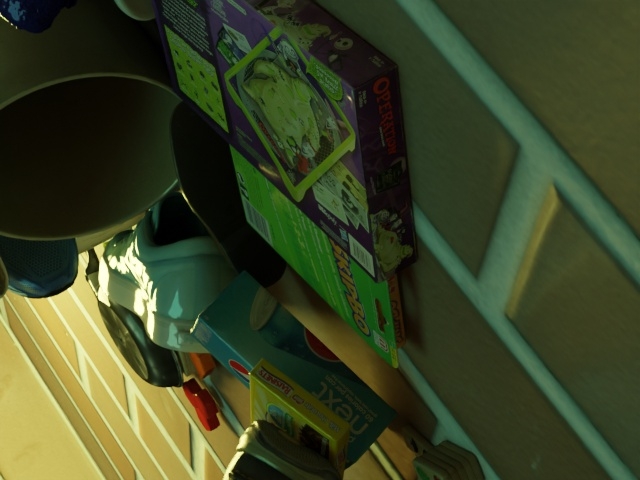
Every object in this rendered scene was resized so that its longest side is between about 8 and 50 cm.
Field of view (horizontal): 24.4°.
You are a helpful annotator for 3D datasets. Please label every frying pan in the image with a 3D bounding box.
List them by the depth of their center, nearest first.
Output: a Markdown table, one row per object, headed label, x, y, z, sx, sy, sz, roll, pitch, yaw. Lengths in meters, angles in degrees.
| label | x | y | z | sx | sy | sz | roll | pitch | yaw |
| --- | --- | --- | --- | --- | --- | --- | --- | --- | --- |
| frying pan | -0.291 | 0.074 | 2.091 | 0.326 | 0.053 | 0.197 | 59 | 160 | -3 |

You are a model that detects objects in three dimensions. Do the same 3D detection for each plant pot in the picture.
| label | x | y | z | sx | sy | sz | roll | pitch | yaw |
| --- | --- | --- | --- | --- | --- | --- | --- | --- | --- |
| plant pot | -0.287 | -0.184 | 1.560 | 0.256 | 0.256 | 0.274 | 91 | 160 | -55 |

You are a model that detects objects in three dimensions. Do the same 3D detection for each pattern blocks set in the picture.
| label | x | y | z | sx | sy | sz | roll | pitch | yaw |
| --- | --- | --- | --- | --- | --- | --- | --- | --- | --- |
| pattern blocks set | -0.220 | 0.094 | 2.044 | 0.285 | 0.026 | 0.325 | 48 | 157 | 32 |

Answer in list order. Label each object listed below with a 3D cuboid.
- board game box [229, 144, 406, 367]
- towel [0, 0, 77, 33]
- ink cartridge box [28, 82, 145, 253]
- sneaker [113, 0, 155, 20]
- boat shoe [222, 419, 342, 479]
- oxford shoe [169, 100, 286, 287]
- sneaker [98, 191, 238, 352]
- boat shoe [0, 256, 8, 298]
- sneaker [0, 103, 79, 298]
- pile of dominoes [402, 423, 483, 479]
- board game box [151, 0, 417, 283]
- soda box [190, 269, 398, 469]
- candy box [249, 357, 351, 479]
| label | x | y | z | sx | sy | sz | roll | pitch | yaw |
| --- | --- | --- | --- | --- | --- | --- | --- | --- | --- |
| board game box | 0.000 | 0.000 | 1.354 | 0.259 | 0.039 | 0.124 | 47 | 157 | 41 |
| towel | -0.233 | -0.354 | 1.250 | 0.228 | 0.076 | 0.308 | 57 | 136 | 21 |
| ink cartridge box | -0.295 | -0.120 | 1.801 | 0.201 | 0.117 | 0.278 | 59 | 160 | 6 |
| sneaker | -0.218 | -0.315 | 1.396 | 0.121 | 0.079 | 0.217 | 35 | 148 | 51 |
| boat shoe | -0.054 | 0.301 | 1.474 | 0.132 | 0.130 | 0.355 | 28 | 155 | 22 |
| oxford shoe | -0.106 | -0.050 | 1.495 | 0.076 | 0.076 | 0.212 | 35 | 150 | 60 |
| sneaker | -0.163 | 0.012 | 1.696 | 0.366 | 0.135 | 0.150 | -151 | 65 | -63 |
| boat shoe | -0.386 | -0.018 | 1.580 | 0.096 | 0.098 | 0.277 | 18 | 156 | 11 |
| sneaker | -0.380 | -0.082 | 1.691 | 0.330 | 0.129 | 0.147 | 60 | 163 | -1 |
| pile of dominoes | 0.150 | 0.304 | 1.390 | 0.196 | 0.040 | 0.251 | 18 | 133 | 63 |
| board game box | -0.043 | -0.136 | 1.261 | 0.347 | 0.056 | 0.208 | 44 | 158 | 40 |
| soda box | -0.028 | 0.131 | 1.470 | 0.210 | 0.071 | 0.067 | 43 | 158 | 3 |
| candy box | -0.022 | 0.189 | 1.427 | 0.105 | 0.027 | 0.206 | 38 | 158 | 16 |
